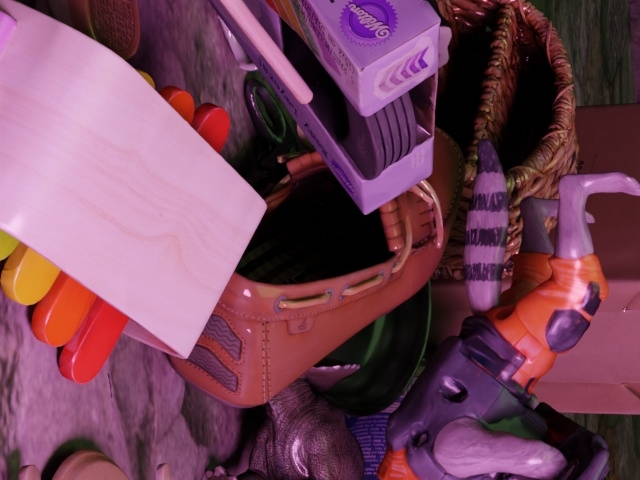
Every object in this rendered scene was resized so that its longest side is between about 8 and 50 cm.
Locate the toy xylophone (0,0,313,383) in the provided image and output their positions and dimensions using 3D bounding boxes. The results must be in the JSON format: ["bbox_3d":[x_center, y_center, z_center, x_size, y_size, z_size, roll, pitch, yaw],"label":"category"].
[{"bbox_3d":[-0.113,-0.048,1.073,0.236,0.081,0.323,-59,152,-17],"label":"toy xylophone"}]

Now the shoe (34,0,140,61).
[{"bbox_3d":[-0.153,-0.214,1.106,0.076,0.058,0.219,8,78,-51],"label":"shoe"}]

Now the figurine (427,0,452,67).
[{"bbox_3d":[0.068,-0.294,1.592,0.215,0.092,0.209,98,-12,-46],"label":"figurine"}]

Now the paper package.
[{"bbox_3d":[0.225,0.012,1.818,0.325,0.309,0.168,-68,150,-49],"label":"paper package"}]

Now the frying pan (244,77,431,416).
[{"bbox_3d":[-0.008,0.027,1.531,0.326,0.053,0.197,39,61,-41],"label":"frying pan"}]

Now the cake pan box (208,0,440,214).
[{"bbox_3d":[-0.013,-0.166,1.178,0.267,0.070,0.246,55,-8,17],"label":"cake pan box"}]

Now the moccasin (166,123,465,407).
[{"bbox_3d":[0.013,-0.016,1.381,0.380,0.139,0.147,-31,151,-50],"label":"moccasin"}]

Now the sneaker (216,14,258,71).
[{"bbox_3d":[-0.055,-0.208,1.378,0.075,0.057,0.161,-68,155,-60],"label":"sneaker"}]

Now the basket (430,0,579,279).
[{"bbox_3d":[0.133,-0.135,1.696,0.299,0.213,0.223,-70,154,-45],"label":"basket"}]

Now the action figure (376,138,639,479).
[{"bbox_3d":[0.127,0.101,1.457,0.330,0.178,0.341,-64,-166,-7],"label":"action figure"}]

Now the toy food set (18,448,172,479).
[{"bbox_3d":[-0.153,0.202,1.139,0.192,0.038,0.132,19,65,-65],"label":"toy food set"}]

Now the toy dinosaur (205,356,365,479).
[{"bbox_3d":[-0.007,0.205,1.436,0.160,0.121,0.313,-46,130,-46],"label":"toy dinosaur"}]

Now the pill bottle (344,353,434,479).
[{"bbox_3d":[0.072,0.223,1.660,0.123,0.123,0.219,60,36,-57],"label":"pill bottle"}]

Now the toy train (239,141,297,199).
[{"bbox_3d":[-0.058,-0.034,1.397,0.158,0.027,0.036,-46,140,-53],"label":"toy train"}]
